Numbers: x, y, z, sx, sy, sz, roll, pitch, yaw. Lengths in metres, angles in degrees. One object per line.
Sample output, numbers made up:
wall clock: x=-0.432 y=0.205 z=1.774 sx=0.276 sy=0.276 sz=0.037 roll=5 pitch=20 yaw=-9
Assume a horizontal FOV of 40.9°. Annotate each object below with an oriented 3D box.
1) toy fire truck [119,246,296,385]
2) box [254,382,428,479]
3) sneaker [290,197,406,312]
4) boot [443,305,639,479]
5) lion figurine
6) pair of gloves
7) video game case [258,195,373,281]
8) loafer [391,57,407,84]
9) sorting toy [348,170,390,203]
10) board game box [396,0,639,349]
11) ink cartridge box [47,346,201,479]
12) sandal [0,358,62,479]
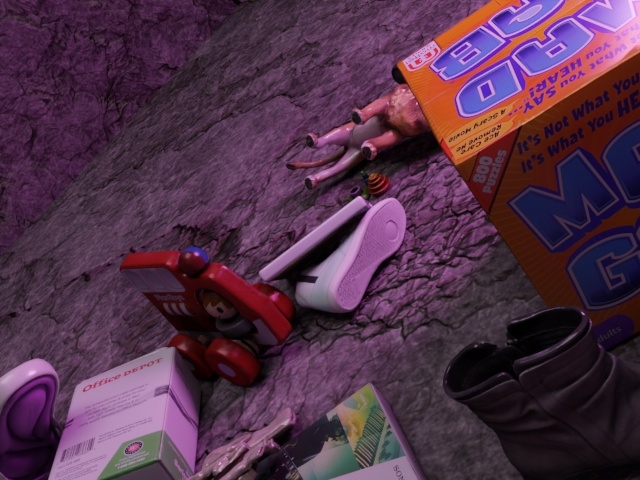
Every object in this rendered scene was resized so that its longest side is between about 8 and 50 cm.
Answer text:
toy fire truck: x=-0.205 y=0.115 z=1.541 sx=0.302 sy=0.254 sz=0.169 roll=-4 pitch=44 yaw=47
box: x=-0.014 y=0.363 z=1.170 sx=0.322 sy=0.058 sz=0.232 roll=-36 pitch=28 yaw=3
sneaker: x=0.046 y=0.022 z=1.559 sx=0.151 sy=0.094 sz=0.256 roll=-5 pitch=42 yaw=50
boot: x=0.322 y=0.149 z=0.919 sx=0.338 sy=0.222 sz=0.118 roll=-30 pitch=29 yaw=15
lion figurine: x=0.115 y=-0.230 z=1.793 sx=0.240 sy=0.142 sz=0.392 roll=-30 pitch=13 yaw=-37
pair of gloves: x=-0.136 y=0.334 z=1.276 sx=0.204 sy=0.042 sz=0.240 roll=-37 pitch=1 yaw=10
video game case: x=0.000 y=0.000 z=1.594 sx=0.227 sy=0.026 sz=0.206 roll=-37 pitch=-6 yaw=6
loafer: x=0.221 y=-0.360 z=1.926 sx=0.078 sy=0.076 sz=0.223 roll=-38 pitch=31 yaw=-15
sorting toy: x=0.093 y=-0.112 z=1.750 sx=0.102 sy=0.042 sz=0.061 roll=-23 pitch=32 yaw=26
board game box: x=0.370 y=-0.140 z=1.143 sx=0.356 sy=0.356 sz=0.356 roll=-32 pitch=29 yaw=12
ink cartridge box: x=-0.323 y=0.339 z=1.457 sx=0.211 sy=0.121 sz=0.289 roll=-22 pitch=29 yaw=9
sandal: x=-0.501 y=0.367 z=1.472 sx=0.102 sy=0.416 sz=0.169 roll=40 pitch=52 yaw=23
